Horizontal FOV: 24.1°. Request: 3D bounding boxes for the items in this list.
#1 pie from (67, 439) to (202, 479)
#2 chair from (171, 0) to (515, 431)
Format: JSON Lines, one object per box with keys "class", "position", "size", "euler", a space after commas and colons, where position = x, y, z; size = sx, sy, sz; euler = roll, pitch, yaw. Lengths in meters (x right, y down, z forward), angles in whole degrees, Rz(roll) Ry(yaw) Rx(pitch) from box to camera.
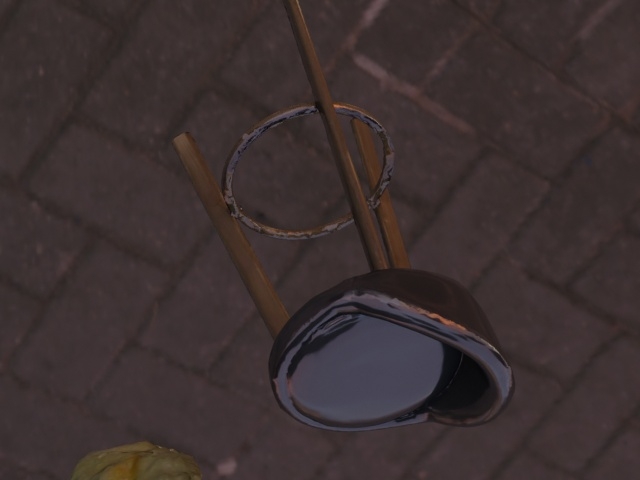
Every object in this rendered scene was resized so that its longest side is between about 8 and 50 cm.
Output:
{"class": "pie", "position": [-0.092, 0.196, 0.508], "size": [0.090, 0.248, 0.201], "euler": [10, 132, -10]}
{"class": "chair", "position": [0.001, -0.001, 0.658], "size": [0.095, 0.221, 0.104], "euler": [-31, 136, 6]}
